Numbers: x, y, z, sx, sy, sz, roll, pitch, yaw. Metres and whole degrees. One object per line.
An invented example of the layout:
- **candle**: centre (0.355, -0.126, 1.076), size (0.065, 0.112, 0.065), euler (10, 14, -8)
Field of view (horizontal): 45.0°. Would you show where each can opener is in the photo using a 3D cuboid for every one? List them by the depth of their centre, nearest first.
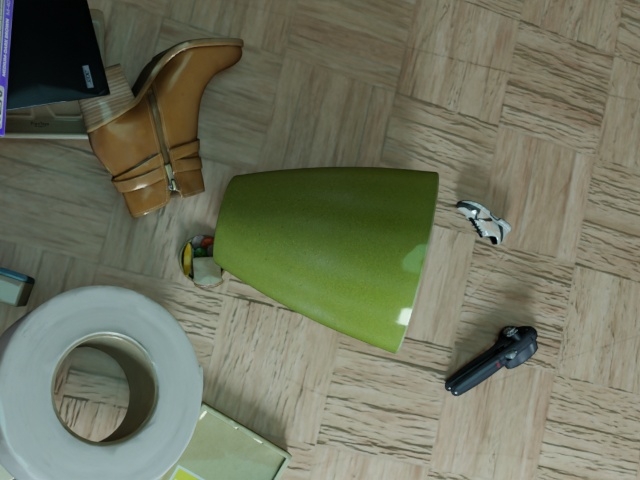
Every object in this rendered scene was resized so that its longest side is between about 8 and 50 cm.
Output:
- **can opener**: centre (0.290, 0.203, 1.298), size (0.186, 0.059, 0.073), euler (-30, 95, -16)

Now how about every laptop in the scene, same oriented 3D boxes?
- **laptop**: centre (-0.458, -0.273, 1.085), size (0.136, 0.264, 0.234), euler (-8, 82, -57)

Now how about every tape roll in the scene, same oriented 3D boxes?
- **tape roll**: centre (-0.309, 0.208, 1.062), size (0.286, 0.100, 0.286), euler (12, 68, -33)

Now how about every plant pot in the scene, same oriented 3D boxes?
- **plant pot**: centre (0.000, 0.000, 1.150), size (0.293, 0.275, 0.275), euler (13, 82, 3)

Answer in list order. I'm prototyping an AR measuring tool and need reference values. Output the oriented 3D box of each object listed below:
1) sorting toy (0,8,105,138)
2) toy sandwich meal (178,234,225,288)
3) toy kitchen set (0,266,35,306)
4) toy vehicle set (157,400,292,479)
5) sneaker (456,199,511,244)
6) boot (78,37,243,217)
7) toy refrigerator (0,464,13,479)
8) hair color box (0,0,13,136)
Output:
- **sorting toy**: centre (-0.420, -0.249, 1.150), size (0.192, 0.038, 0.208), euler (-1, 82, -16)
- **toy sandwich meal**: centre (-0.180, 0.032, 1.195), size (0.085, 0.029, 0.086), euler (1, 86, -15)
- **toy kitchen set**: centre (-0.487, -0.017, 1.066), size (0.207, 0.122, 0.166), euler (19, 81, -14)
- **toy vehicle set**: centre (-0.182, 0.399, 1.166), size (0.166, 0.035, 0.267), euler (34, 78, -11)
- **sneaker**: centre (0.275, -0.031, 1.320), size (0.109, 0.040, 0.044), euler (31, 81, -11)
- **boot**: centre (-0.209, -0.177, 1.168), size (0.283, 0.109, 0.220), euler (-29, 105, -33)
- **toy refrigerator**: centre (-0.525, 0.316, 1.049), size (0.269, 0.094, 0.102), euler (-25, 91, -19)
- **hair color box**: centre (-0.570, -0.230, 0.986), size (0.338, 0.110, 0.185), euler (3, 89, 17)
